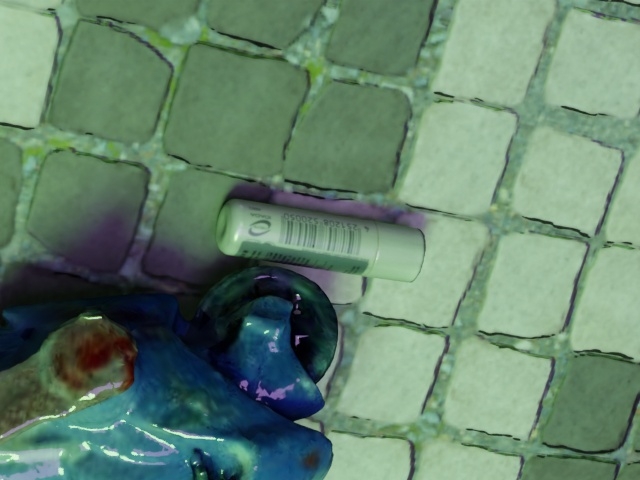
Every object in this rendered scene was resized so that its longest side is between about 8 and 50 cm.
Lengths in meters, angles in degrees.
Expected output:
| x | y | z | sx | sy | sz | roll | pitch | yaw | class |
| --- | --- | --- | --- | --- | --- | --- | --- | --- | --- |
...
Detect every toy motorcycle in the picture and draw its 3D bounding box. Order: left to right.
| x | y | z | sx | sy | sz | roll | pitch | yaw | class |
| --- | --- | --- | --- | --- | --- | --- | --- | --- | --- |
| -0.133 | 0.148 | 1.096 | 0.319 | 0.182 | 0.241 | -9 | 90 | -7 | toy motorcycle |

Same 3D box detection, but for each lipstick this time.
| x | y | z | sx | sy | sz | roll | pitch | yaw | class |
| --- | --- | --- | --- | --- | --- | --- | --- | --- | --- |
| 0.000 | 0.000 | 1.163 | 0.141 | 0.040 | 0.040 | 9 | 107 | -21 | lipstick |
